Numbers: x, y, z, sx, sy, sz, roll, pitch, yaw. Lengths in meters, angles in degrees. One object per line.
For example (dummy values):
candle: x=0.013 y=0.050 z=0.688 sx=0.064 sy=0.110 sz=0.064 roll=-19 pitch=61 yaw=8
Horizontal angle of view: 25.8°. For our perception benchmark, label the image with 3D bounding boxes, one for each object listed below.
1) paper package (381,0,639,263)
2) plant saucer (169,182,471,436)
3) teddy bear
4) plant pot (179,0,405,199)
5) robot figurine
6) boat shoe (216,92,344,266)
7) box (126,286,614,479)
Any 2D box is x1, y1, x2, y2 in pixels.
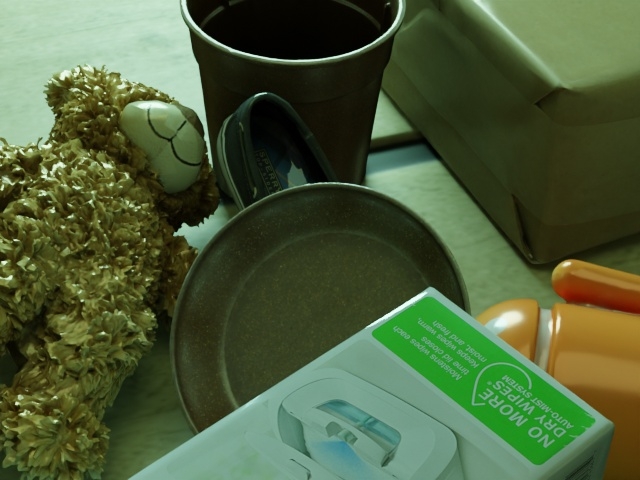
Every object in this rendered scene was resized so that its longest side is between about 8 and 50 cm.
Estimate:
paper package: x=0.244 y=-0.166 z=1.146 sx=0.325 sy=0.168 sz=0.309 roll=-17 pitch=44 yaw=-19
plant saucer: x=0.002 y=0.063 z=0.881 sx=0.199 sy=0.036 sz=0.198 roll=-5 pitch=75 yaw=18
teddy bear: x=-0.160 y=0.008 z=0.936 sx=0.245 sy=0.113 sz=0.338 roll=41 pitch=47 yaw=8
plant pot: x=-0.022 y=-0.118 z=1.082 sx=0.167 sy=0.165 sz=0.167 roll=1 pitch=42 yaw=-1
robot figurine: x=0.172 y=0.107 z=0.874 sx=0.220 sy=0.158 sz=0.128 roll=9 pitch=21 yaw=7
boat shoe: x=0.000 y=0.000 z=0.953 sx=0.080 sy=0.076 sz=0.228 roll=-19 pitch=77 yaw=-19
box: x=0.007 y=0.197 z=0.670 sx=0.231 sy=0.262 sz=0.127 roll=-30 pitch=51 yaw=-29
